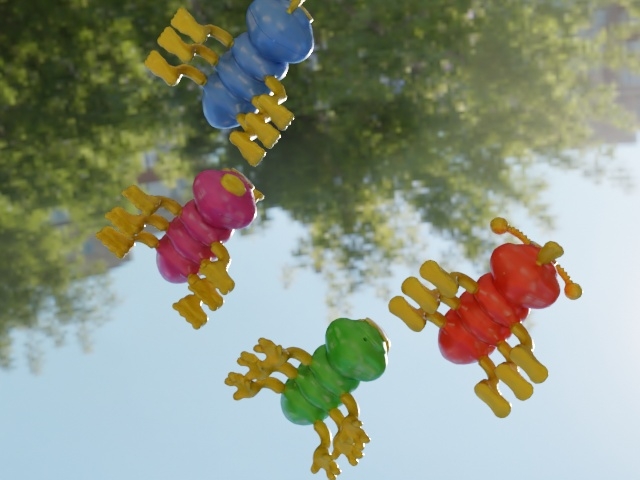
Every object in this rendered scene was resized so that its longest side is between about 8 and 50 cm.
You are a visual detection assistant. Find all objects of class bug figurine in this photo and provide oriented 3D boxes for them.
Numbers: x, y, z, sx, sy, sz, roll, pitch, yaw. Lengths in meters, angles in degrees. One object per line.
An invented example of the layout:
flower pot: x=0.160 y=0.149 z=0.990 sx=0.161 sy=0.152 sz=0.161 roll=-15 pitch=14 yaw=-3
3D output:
bug figurine: x=0.000 y=0.000 z=0.726 sx=0.216 sy=0.279 sz=0.072 roll=-46 pitch=176 yaw=31
